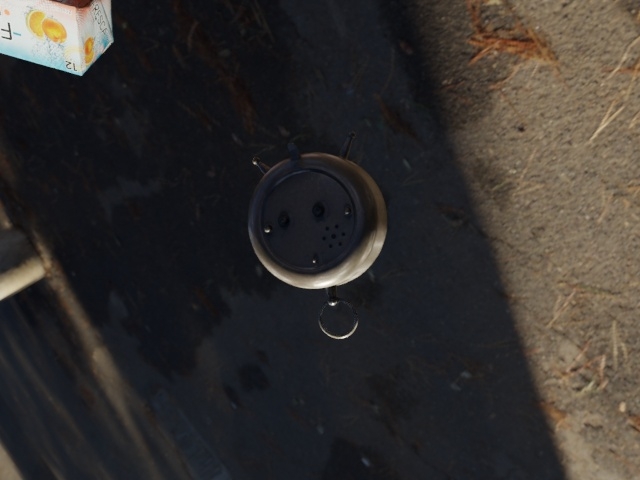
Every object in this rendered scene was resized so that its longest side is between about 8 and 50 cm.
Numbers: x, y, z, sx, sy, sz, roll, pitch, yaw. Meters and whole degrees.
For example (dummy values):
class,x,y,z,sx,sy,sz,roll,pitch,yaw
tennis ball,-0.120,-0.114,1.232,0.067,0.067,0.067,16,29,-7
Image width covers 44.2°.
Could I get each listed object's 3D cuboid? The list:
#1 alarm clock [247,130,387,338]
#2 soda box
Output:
class,x,y,z,sx,sy,sz,roll,pitch,yaw
alarm clock,0.000,0.000,0.755,0.129,0.064,0.192,-14,90,16
soda box,-0.256,-0.189,0.610,0.183,0.058,0.063,17,135,6
